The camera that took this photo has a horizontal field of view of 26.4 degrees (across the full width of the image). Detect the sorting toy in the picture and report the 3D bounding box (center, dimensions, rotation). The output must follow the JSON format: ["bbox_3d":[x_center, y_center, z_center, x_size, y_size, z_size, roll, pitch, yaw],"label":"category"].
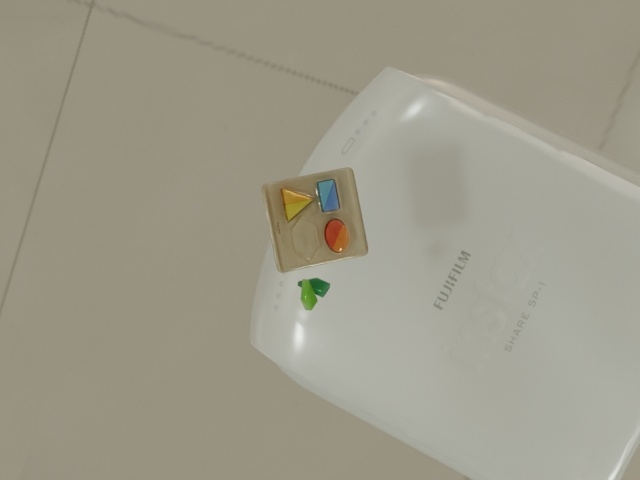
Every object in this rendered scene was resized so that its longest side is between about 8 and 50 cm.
[{"bbox_3d":[0.000,0.000,0.853,0.062,0.012,0.083,-12,94,-14],"label":"sorting toy"}]

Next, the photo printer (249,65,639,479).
[{"bbox_3d":[0.114,0.033,0.997,0.307,0.107,0.256,28,95,9],"label":"photo printer"}]
